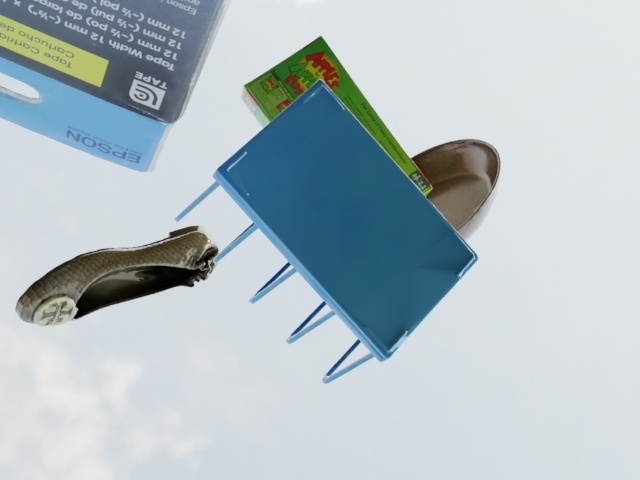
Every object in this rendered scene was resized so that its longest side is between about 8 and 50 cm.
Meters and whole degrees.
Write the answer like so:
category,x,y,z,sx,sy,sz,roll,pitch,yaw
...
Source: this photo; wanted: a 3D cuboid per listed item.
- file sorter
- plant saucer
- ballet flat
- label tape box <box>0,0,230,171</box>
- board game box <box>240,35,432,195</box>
category,x,y,z,sx,sy,sz,roll,pitch,yaw
file sorter,0.000,0.000,1.062,0.170,0.104,0.118,48,-125,-3
plant saucer,0.110,-0.028,1.568,0.198,0.036,0.198,-29,-152,18
ballet flat,-0.207,0.044,1.591,0.250,0.084,0.058,-18,-116,-39
label tape box,-0.152,-0.203,0.797,0.249,0.347,0.115,23,-122,-6
board game box,0.014,-0.093,1.421,0.092,0.043,0.181,-34,-95,-13
